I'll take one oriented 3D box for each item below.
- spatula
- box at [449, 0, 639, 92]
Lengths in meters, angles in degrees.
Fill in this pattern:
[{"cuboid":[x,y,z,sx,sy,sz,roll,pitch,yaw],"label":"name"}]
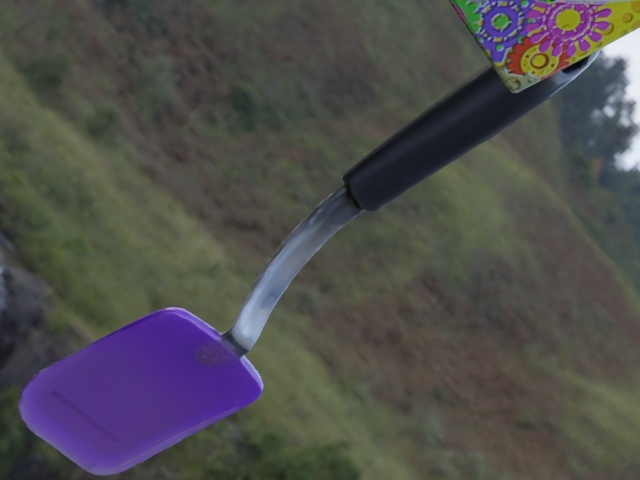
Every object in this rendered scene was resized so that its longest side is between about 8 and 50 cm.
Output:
[{"cuboid":[0.000,0.000,0.657,0.084,0.296,0.030,47,4,-45],"label":"spatula"},{"cuboid":[0.095,-0.243,0.368,0.279,0.290,0.177,49,22,-34],"label":"box"}]
